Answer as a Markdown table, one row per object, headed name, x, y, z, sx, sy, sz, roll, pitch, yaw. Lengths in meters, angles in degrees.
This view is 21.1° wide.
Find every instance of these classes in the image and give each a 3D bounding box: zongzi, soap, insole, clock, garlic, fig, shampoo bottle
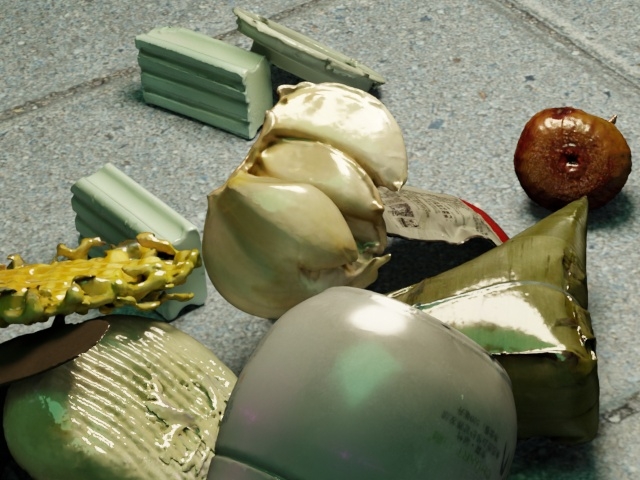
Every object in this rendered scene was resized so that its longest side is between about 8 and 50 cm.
| name | x | y | z | sx | sy | sz | roll | pitch | yaw |
| --- | --- | --- | --- | --- | --- | --- | --- | --- | --- |
| zongzi | 0.152 | 0.067 | 1.917 | 0.322 | 0.160 | 0.360 | 1 | 43 | 10 |
| soap | -0.161 | -0.225 | 2.384 | 0.198 | 0.115 | 0.063 | 22 | 44 | 29 |
| insole | -0.347 | 0.132 | 1.734 | 0.327 | 0.007 | 0.111 | -17 | 20 | 25 |
| clock | -0.023 | -0.252 | 2.382 | 0.236 | 0.053 | 0.236 | 24 | 10 | -5 |
| garlic | -0.009 | -0.022 | 1.903 | 0.203 | 0.185 | 0.281 | 24 | 51 | 13 |
| soap | -0.224 | -0.002 | 2.096 | 0.066 | 0.119 | 0.198 | -27 | 42 | -29 |
| fig | 0.324 | -0.114 | 2.198 | 0.146 | 0.134 | 0.201 | 32 | 21 | 1 |
| shampoo bottle | 0.037 | 0.205 | 1.636 | 0.273 | 0.273 | 0.266 | 19 | 74 | 28 |

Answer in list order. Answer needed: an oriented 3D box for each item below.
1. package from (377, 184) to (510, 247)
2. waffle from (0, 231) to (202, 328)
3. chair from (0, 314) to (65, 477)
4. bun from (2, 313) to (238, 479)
| name | x | y | z | sx | sy | sz | roll | pitch | yaw |
| --- | --- | --- | --- | --- | --- | --- | --- | --- | --- |
| package | 0.129 | -0.037 | 2.079 | 0.239 | 0.030 | 0.154 | 10 | 28 | -36 |
| waffle | -0.274 | 0.044 | 1.831 | 0.262 | 0.060 | 0.280 | 3 | 16 | 40 |
| chair | -0.358 | 0.183 | 1.861 | 0.154 | 0.141 | 0.260 | 1 | 35 | 9 |
| bun | -0.194 | 0.203 | 1.758 | 0.272 | 0.168 | 0.273 | 24 | 34 | -17 |
